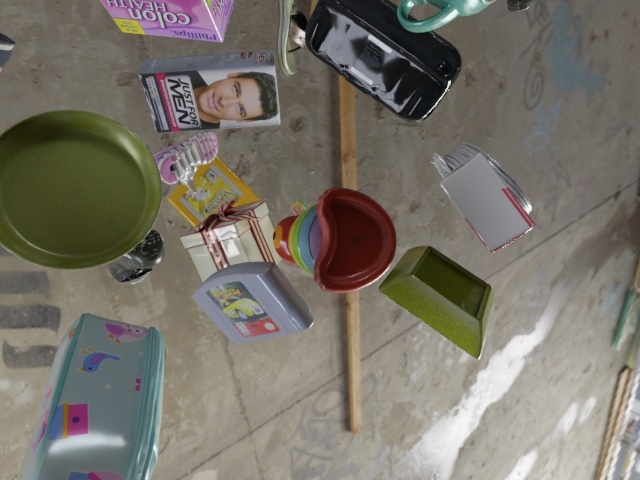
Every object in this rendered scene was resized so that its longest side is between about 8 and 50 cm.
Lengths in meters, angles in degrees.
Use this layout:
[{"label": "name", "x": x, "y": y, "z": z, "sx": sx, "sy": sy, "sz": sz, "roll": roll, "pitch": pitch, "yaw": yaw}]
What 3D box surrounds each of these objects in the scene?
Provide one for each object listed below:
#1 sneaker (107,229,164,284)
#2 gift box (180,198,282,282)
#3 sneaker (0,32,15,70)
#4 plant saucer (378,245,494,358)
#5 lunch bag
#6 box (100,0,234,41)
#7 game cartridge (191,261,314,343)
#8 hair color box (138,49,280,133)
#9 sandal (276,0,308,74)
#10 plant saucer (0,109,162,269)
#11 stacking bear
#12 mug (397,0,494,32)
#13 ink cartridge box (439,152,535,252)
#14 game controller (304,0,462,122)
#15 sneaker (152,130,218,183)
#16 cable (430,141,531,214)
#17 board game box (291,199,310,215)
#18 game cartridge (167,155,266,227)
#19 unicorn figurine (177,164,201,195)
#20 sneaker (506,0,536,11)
[{"label": "sneaker", "x": -0.335, "y": 0.035, "z": 0.822, "sx": 0.078, "sy": 0.234, "sz": 0.106, "roll": -26, "pitch": 114, "yaw": -37}, {"label": "gift box", "x": -0.278, "y": 0.000, "z": 1.555, "sx": 0.255, "sy": 0.276, "sz": 0.258, "roll": -58, "pitch": 130, "yaw": -63}, {"label": "sneaker", "x": -0.890, "y": -0.456, "z": 1.108, "sx": 0.112, "sy": 0.319, "sz": 0.131, "roll": 34, "pitch": 108, "yaw": -5}, {"label": "plant saucer", "x": 0.215, "y": 0.083, "z": 0.772, "sx": 0.188, "sy": 0.188, "sz": 0.045, "roll": -38, "pitch": 159, "yaw": -57}, {"label": "lunch bag", "x": -0.246, "y": 0.239, "z": 0.463, "sx": 0.108, "sy": 0.224, "sz": 0.279, "roll": 16, "pitch": 117, "yaw": -26}, {"label": "box", "x": -0.291, "y": -0.479, "z": 0.780, "sx": 0.243, "sy": 0.213, "sz": 0.117, "roll": 71, "pitch": 29, "yaw": -75}, {"label": "game cartridge", "x": -0.173, "y": 0.147, "z": 1.063, "sx": 0.196, "sy": 0.294, "sz": 0.060, "roll": 56, "pitch": 42, "yaw": -15}, {"label": "hair color box", "x": -0.312, "y": -0.436, "z": 1.333, "sx": 0.374, "sy": 0.114, "sz": 0.185, "roll": -5, "pitch": 133, "yaw": -2}, {"label": "sandal", "x": -0.067, "y": -0.559, "z": 1.178, "sx": 0.086, "sy": 0.120, "sz": 0.303, "roll": 4, "pitch": 150, "yaw": -4}, {"label": "plant saucer", "x": -0.362, "y": -0.074, "z": 0.670, "sx": 0.241, "sy": 0.037, "sz": 0.241, "roll": 4, "pitch": 78, "yaw": -19}, {"label": "stacking bear", "x": 0.000, "y": 0.000, "z": 0.894, "sx": 0.164, "sy": 0.289, "sz": 0.175, "roll": 3, "pitch": 89, "yaw": -29}, {"label": "mug", "x": 0.176, "y": -0.331, "z": 0.547, "sx": 0.129, "sy": 0.097, "sz": 0.158, "roll": -30, "pitch": 152, "yaw": -35}, {"label": "ink cartridge box", "x": 0.310, "y": -0.070, "z": 0.868, "sx": 0.092, "sy": 0.158, "sz": 0.218, "roll": -36, "pitch": 173, "yaw": 17}, {"label": "game controller", "x": 0.115, "y": -0.377, "z": 0.900, "sx": 0.067, "sy": 0.319, "sz": 0.166, "roll": -45, "pitch": 171, "yaw": -49}, {"label": "sneaker", "x": -0.397, "y": -0.249, "z": 1.297, "sx": 0.236, "sy": 0.104, "sz": 0.095, "roll": -45, "pitch": 138, "yaw": -40}, {"label": "cable", "x": 0.414, "y": -0.134, "z": 1.150, "sx": 0.089, "sy": 0.257, "sz": 0.257, "roll": -46, "pitch": 147, "yaw": 7}, {"label": "board game box", "x": -0.004, "y": -0.029, "z": 1.210, "sx": 0.039, "sy": 0.124, "sz": 0.259, "roll": -32, "pitch": 166, "yaw": 7}, {"label": "game cartridge", "x": -0.434, "y": -0.160, "z": 1.890, "sx": 0.285, "sy": 0.323, "sz": 0.052, "roll": -46, "pitch": 172, "yaw": 1}, {"label": "unicorn figurine", "x": -0.451, "y": -0.223, "z": 1.533, "sx": 0.060, "sy": 0.111, "sz": 0.162, "roll": -44, "pitch": 171, "yaw": -41}, {"label": "sneaker", "x": 0.561, "y": -0.705, "z": 1.151, "sx": 0.227, "sy": 0.087, "sz": 0.130, "roll": -38, "pitch": 130, "yaw": -3}]
